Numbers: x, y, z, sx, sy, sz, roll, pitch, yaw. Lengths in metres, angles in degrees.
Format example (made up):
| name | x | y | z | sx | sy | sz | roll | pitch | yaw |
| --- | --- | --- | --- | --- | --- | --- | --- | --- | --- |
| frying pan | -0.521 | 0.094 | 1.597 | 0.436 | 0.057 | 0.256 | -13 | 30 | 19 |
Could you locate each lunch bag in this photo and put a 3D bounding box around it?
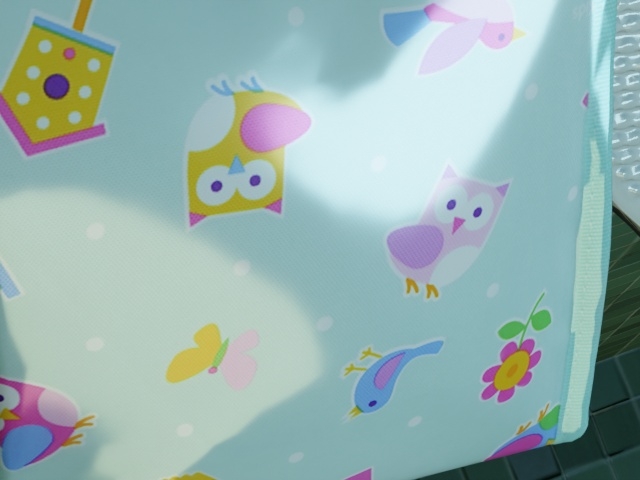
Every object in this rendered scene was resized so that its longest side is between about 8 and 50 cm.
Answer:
| name | x | y | z | sx | sy | sz | roll | pitch | yaw |
| --- | --- | --- | --- | --- | --- | --- | --- | --- | --- |
| lunch bag | -0.033 | -0.046 | 0.569 | 0.223 | 0.160 | 0.262 | -15 | 132 | -19 |

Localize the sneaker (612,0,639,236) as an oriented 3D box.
| name | x | y | z | sx | sy | sz | roll | pitch | yaw |
| --- | --- | --- | --- | --- | --- | --- | --- | --- | --- |
| sneaker | 0.163 | -0.077 | 0.915 | 0.126 | 0.127 | 0.321 | -27 | 144 | 2 |
